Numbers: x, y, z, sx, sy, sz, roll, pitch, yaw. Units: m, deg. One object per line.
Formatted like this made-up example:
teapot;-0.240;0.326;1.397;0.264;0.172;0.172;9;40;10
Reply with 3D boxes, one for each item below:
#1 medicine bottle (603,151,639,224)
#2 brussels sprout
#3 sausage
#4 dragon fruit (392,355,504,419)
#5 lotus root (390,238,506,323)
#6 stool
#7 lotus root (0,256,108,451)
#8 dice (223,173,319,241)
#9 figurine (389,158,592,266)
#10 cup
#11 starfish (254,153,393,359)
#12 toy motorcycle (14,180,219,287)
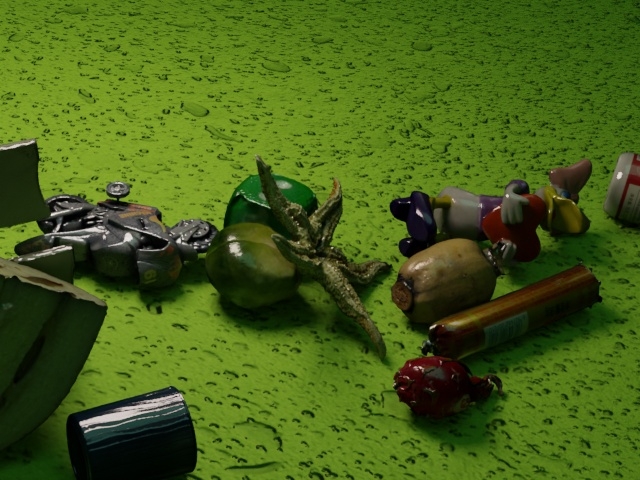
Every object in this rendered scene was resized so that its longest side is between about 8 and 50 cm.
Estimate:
medicine bottle;0.672;-0.077;2.150;0.250;0.131;0.131;18;34;13
brussels sprout;-0.109;0.041;1.793;0.155;0.117;0.155;29;34;-22
sausage;0.301;0.123;1.807;0.372;0.082;0.082;-18;41;-33
dragon fruit;0.196;0.210;1.638;0.191;0.094;0.094;5;31;-28
lotus root;0.218;0.062;1.830;0.221;0.125;0.118;-17;39;-21
stool;-0.501;0.016;1.619;0.270;0.170;0.243;-14;49;-16
lotus root;-0.446;0.149;1.436;0.267;0.260;0.149;20;4;-29
dice;-0.082;-0.030;1.899;0.131;0.128;0.120;16;32;14
figurine;0.317;-0.040;1.999;0.421;0.154;0.193;-7;21;-17
cup;-0.246;0.261;1.449;0.138;0.150;0.113;-11;72;-25
starfish;-0.003;0.000;1.782;0.358;0.078;0.347;51;26;-17
toy motorcycle;-0.320;-0.001;1.820;0.307;0.108;0.173;8;38;3
